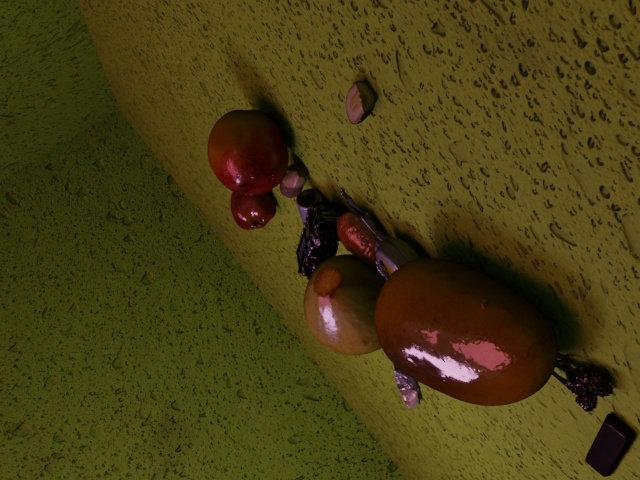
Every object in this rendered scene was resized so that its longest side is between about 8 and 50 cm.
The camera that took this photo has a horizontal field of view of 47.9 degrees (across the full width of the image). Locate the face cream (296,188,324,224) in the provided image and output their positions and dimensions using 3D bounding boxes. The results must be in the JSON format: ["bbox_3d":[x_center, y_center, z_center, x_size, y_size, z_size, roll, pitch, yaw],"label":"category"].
[{"bbox_3d":[-0.009,-0.044,2.027,0.075,0.075,0.229,43,162,37],"label":"face cream"}]

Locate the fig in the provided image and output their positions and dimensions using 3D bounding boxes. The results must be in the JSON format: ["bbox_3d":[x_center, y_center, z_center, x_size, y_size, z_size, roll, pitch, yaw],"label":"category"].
[{"bbox_3d":[0.077,0.155,1.824,0.258,0.258,0.326,47,176,26],"label":"fig"}]

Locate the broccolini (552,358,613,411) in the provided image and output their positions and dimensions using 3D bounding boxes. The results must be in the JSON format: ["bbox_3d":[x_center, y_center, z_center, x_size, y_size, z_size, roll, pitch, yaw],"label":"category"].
[{"bbox_3d":[0.438,0.239,1.308,0.058,0.074,0.201,42,175,-29],"label":"broccolini"}]

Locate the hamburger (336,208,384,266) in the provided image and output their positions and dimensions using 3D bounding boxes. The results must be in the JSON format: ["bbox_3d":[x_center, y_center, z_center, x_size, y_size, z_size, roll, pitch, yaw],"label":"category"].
[{"bbox_3d":[0.097,-0.018,1.734,0.176,0.087,0.102,50,166,23],"label":"hamburger"}]

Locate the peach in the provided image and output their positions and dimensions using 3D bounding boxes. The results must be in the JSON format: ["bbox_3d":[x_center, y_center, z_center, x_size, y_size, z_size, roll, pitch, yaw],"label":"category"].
[{"bbox_3d":[-0.188,-0.230,1.892,0.231,0.231,0.231,49,164,19],"label":"peach"}]

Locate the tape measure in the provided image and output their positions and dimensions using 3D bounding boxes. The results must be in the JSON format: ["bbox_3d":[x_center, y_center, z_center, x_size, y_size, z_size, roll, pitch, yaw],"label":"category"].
[{"bbox_3d":[0.154,-0.001,1.596,0.164,0.084,0.330,31,154,52],"label":"tape measure"}]

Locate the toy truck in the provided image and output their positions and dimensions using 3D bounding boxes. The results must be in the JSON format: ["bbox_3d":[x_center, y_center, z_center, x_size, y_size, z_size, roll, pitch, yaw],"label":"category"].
[{"bbox_3d":[0.000,0.000,1.926,0.259,0.088,0.121,108,160,-49],"label":"toy truck"}]

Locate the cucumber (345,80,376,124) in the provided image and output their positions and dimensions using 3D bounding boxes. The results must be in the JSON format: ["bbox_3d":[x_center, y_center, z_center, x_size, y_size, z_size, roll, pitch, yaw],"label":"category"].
[{"bbox_3d":[0.076,-0.258,1.367,0.107,0.035,0.067,153,99,-76],"label":"cucumber"}]

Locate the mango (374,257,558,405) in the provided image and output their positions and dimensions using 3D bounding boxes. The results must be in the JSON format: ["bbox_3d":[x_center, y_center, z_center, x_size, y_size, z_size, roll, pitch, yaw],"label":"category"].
[{"bbox_3d":[0.277,0.172,1.386,0.445,0.220,0.301,-7,113,62],"label":"mango"}]

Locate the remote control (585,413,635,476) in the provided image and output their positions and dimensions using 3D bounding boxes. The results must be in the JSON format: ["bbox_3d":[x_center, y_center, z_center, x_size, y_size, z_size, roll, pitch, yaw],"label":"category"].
[{"bbox_3d":[0.553,0.399,1.386,0.063,0.025,0.245,40,161,31],"label":"remote control"}]

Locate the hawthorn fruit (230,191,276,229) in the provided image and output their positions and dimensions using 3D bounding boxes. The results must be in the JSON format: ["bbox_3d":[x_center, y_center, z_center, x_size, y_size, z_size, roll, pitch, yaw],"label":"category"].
[{"bbox_3d":[-0.237,-0.141,2.421,0.162,0.163,0.203,93,157,-67],"label":"hawthorn fruit"}]

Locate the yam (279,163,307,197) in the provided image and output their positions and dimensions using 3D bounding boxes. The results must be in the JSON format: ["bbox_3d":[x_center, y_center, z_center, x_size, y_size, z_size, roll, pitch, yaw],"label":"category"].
[{"bbox_3d":[-0.078,-0.162,1.983,0.069,0.070,0.146,53,167,5],"label":"yam"}]

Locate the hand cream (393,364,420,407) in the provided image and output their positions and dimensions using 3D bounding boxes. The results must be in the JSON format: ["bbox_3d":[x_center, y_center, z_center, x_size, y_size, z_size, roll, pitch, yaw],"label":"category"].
[{"bbox_3d":[0.281,0.453,2.323,0.075,0.052,0.248,13,136,34],"label":"hand cream"}]
